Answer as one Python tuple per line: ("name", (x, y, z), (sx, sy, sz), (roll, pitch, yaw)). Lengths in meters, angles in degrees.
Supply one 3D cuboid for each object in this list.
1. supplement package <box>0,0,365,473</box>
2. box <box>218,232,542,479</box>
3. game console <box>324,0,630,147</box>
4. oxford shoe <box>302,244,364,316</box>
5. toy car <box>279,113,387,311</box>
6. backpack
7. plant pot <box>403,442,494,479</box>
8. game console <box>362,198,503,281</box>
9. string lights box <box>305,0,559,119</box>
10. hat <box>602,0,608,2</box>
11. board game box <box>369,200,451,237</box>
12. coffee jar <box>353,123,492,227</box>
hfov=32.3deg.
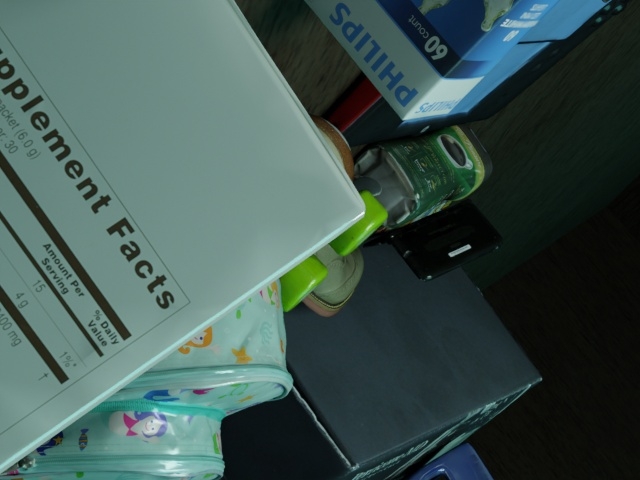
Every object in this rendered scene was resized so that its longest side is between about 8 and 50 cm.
("supplement package", (-0.160, -0.005, 0.524), (0.293, 0.175, 0.177), (-35, -169, -10))
("box", (-0.038, 0.249, 1.519), (0.480, 0.297, 0.472), (-12, 150, -52))
("game console", (0.205, -0.218, 1.133), (0.342, 0.060, 0.387), (-46, 164, 31))
("oxford shoe", (0.000, 0.000, 1.214), (0.130, 0.123, 0.348), (-46, 167, 11))
("toy car", (-0.011, -0.056, 0.940), (0.149, 0.155, 0.188), (-45, 175, 30))
("backpack", (-0.147, 0.092, 0.804), (0.254, 0.191, 0.225), (-13, 164, 2))
("plant pot", (0.122, 0.430, 1.421), (0.212, 0.236, 0.236), (-16, 156, -31))
("game console", (0.131, 0.004, 1.293), (0.122, 0.107, 0.071), (-24, 151, -25))
("string lights box", (0.115, -0.215, 0.728), (0.259, 0.133, 0.077), (-45, 166, 30))
("hat", (0.379, -0.314, 0.936), (0.331, 0.134, 0.331), (-41, 159, -20))
("board game box", (0.095, -0.013, 1.628), (0.260, 0.030, 0.136), (-23, 163, -47))
("coffee jar", (0.124, -0.082, 1.304), (0.184, 0.096, 0.079), (-22, 166, -48))
